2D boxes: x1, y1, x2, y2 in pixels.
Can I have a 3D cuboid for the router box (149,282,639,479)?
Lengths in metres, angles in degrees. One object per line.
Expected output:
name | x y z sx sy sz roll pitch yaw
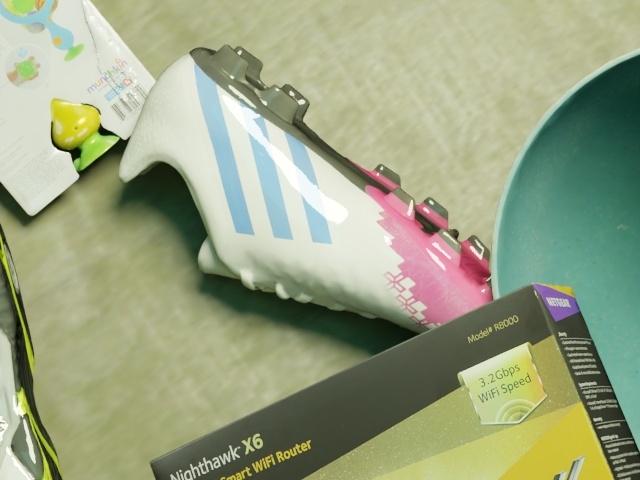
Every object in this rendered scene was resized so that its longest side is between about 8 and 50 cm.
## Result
router box | 0.064 0.198 1.065 0.309 0.081 0.243 -28 75 23

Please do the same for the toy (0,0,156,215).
toy | -0.239 -0.152 1.216 0.137 0.056 0.237 -40 96 -3

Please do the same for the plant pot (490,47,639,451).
plant pot | 0.286 0.013 1.110 0.290 0.195 0.290 2 93 29

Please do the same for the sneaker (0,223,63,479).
sneaker | -0.274 0.085 1.131 0.147 0.145 0.385 -13 74 -4

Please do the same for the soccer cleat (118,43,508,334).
soccer cleat | 0.000 0.000 1.188 0.331 0.116 0.143 40 101 7
